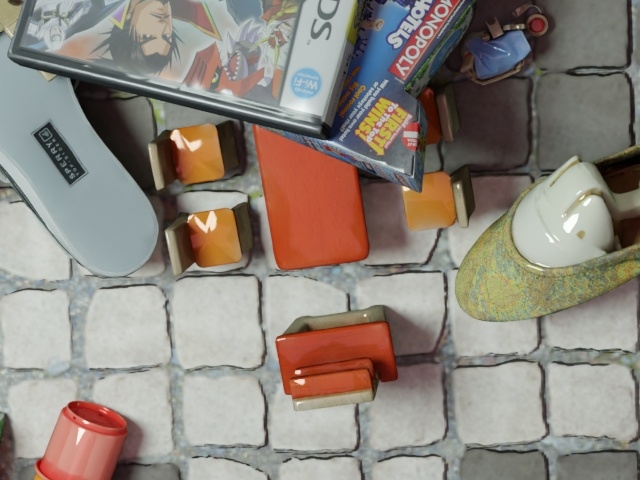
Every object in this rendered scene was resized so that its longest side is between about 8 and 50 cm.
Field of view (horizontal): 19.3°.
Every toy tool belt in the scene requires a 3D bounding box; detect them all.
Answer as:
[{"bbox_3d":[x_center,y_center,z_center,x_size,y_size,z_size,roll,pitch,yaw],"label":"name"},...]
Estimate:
[{"bbox_3d":[0.156,-0.165,1.589,0.083,0.051,0.052,-28,97,11],"label":"toy tool belt"}]

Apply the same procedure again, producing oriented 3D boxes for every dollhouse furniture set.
[{"bbox_3d":[0.000,0.000,1.596,0.262,0.135,0.259,-9,100,8],"label":"dollhouse furniture set"}]

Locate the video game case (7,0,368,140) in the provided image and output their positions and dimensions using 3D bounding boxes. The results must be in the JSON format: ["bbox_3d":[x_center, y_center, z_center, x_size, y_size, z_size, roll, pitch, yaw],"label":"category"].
[{"bbox_3d":[-0.090,-0.231,1.511,0.275,0.035,0.248,15,85,14],"label":"video game case"}]

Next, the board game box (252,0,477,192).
[{"bbox_3d":[0.033,-0.138,1.521,0.194,0.060,0.194,38,88,15],"label":"board game box"}]

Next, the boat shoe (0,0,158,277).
[{"bbox_3d":[-0.249,-0.103,1.620,0.113,0.105,0.306,-41,104,-18],"label":"boat shoe"}]

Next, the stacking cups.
[{"bbox_3d":[-0.260,0.297,1.719,0.096,0.096,0.316,20,98,2],"label":"stacking cups"}]

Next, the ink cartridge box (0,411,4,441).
[{"bbox_3d":[-0.387,0.252,1.714,0.154,0.093,0.212,12,104,3],"label":"ink cartridge box"}]

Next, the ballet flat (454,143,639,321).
[{"bbox_3d":[0.265,-0.037,1.564,0.348,0.123,0.123,-20,98,8],"label":"ballet flat"}]

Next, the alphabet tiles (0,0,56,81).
[{"bbox_3d":[-0.272,-0.315,1.564,0.285,0.011,0.342,-41,94,-14],"label":"alphabet tiles"}]
